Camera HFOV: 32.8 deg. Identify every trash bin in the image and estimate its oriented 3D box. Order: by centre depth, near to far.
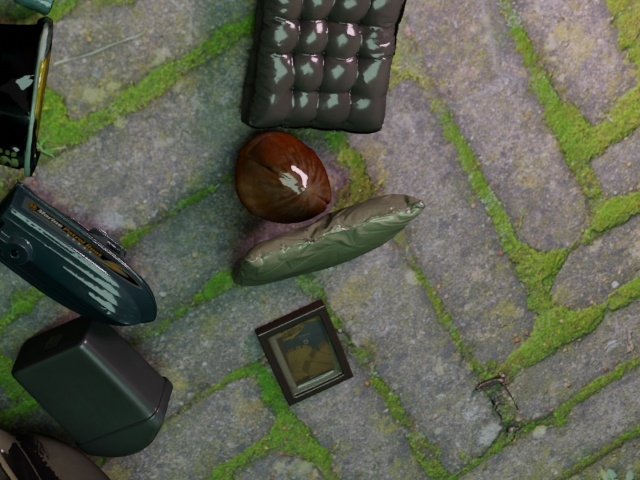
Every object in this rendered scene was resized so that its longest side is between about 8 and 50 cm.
[{"bbox_3d":[-0.351,0.237,1.725,0.177,0.101,0.236,-23,122,25],"label":"trash bin"}]

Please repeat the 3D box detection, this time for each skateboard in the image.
[{"bbox_3d":[0.332,0.286,2.020,0.064,0.083,0.032,-21,122,-6],"label":"skateboard"}]

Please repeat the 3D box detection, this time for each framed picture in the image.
[{"bbox_3d":[-0.026,0.196,1.885,0.128,0.023,0.168,-25,122,-5],"label":"framed picture"}]

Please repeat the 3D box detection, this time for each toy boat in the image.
[{"bbox_3d":[-0.364,0.034,1.623,0.296,0.122,0.114,37,122,-20],"label":"toy boat"}]

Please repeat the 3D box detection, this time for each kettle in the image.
[{"bbox_3d":[-0.438,0.413,1.677,0.228,0.324,0.321,-41,141,-10],"label":"kettle"}]

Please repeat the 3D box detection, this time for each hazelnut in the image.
[{"bbox_3d":[-0.052,-0.096,1.652,0.150,0.150,0.150,-8,119,-15],"label":"hazelnut"}]

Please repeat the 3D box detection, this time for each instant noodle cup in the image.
[{"bbox_3d":[-0.478,-0.204,1.427,0.236,0.215,0.215,8,114,-14],"label":"instant noodle cup"}]

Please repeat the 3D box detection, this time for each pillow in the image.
[{"bbox_3d":[0.014,-0.312,1.592,0.228,0.101,0.326,2,114,-16],"label":"pillow"},{"bbox_3d":[0.001,0.000,1.676,0.281,0.274,0.076,-18,84,-9],"label":"pillow"}]

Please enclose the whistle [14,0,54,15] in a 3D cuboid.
[{"bbox_3d":[-0.444,-0.355,1.443,0.186,0.039,0.039,24,107,-28],"label":"whistle"}]
